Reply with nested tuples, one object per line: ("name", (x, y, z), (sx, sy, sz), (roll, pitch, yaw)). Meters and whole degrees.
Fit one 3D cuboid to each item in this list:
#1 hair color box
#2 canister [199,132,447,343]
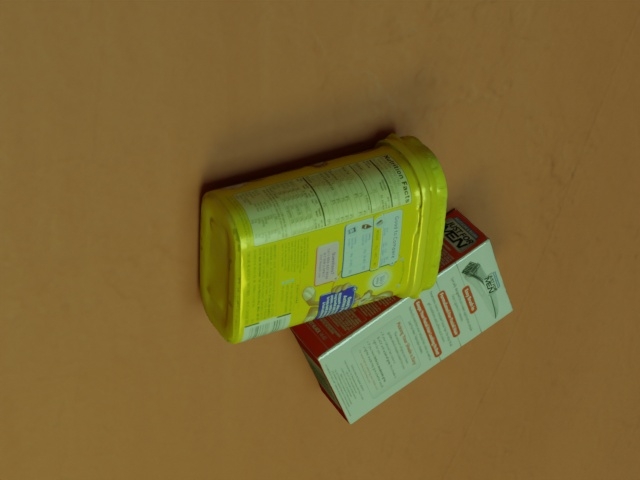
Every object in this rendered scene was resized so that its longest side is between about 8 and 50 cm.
("hair color box", (0.066, 0.061, 1.278), (0.167, 0.053, 0.093), (-33, 135, -9))
("canister", (0.000, 0.000, 1.166), (0.170, 0.073, 0.126), (-16, 130, -25))
